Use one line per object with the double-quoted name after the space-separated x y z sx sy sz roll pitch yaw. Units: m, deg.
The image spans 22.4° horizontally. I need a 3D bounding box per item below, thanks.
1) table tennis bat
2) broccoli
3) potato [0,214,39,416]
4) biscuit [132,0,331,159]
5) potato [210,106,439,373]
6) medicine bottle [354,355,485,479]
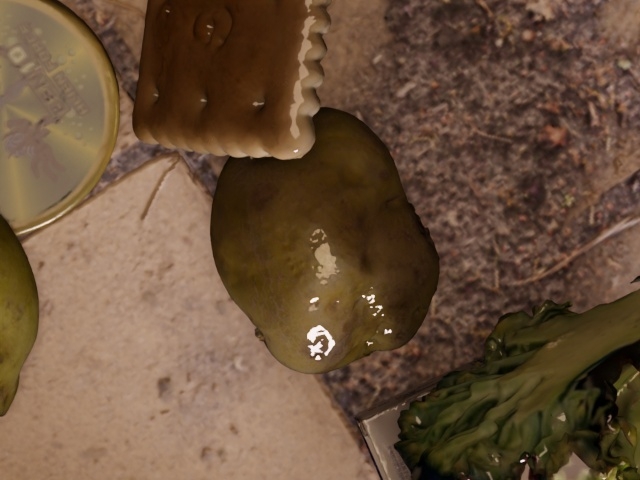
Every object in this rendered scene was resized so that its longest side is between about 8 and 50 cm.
-0.307 -0.071 1.268 0.320 0.050 0.198 -33 97 -8 "table tennis bat"
0.207 0.151 1.173 0.273 0.242 0.180 -29 110 0 "broccoli"
-0.258 0.054 1.230 0.120 0.081 0.149 -45 104 2 "potato"
-0.062 -0.225 1.210 0.044 0.217 0.325 6 93 -39 "biscuit"
-0.001 0.001 1.246 0.154 0.137 0.200 -22 90 -37 "potato"
0.142 0.198 1.289 0.171 0.052 0.201 -25 90 -5 "medicine bottle"
